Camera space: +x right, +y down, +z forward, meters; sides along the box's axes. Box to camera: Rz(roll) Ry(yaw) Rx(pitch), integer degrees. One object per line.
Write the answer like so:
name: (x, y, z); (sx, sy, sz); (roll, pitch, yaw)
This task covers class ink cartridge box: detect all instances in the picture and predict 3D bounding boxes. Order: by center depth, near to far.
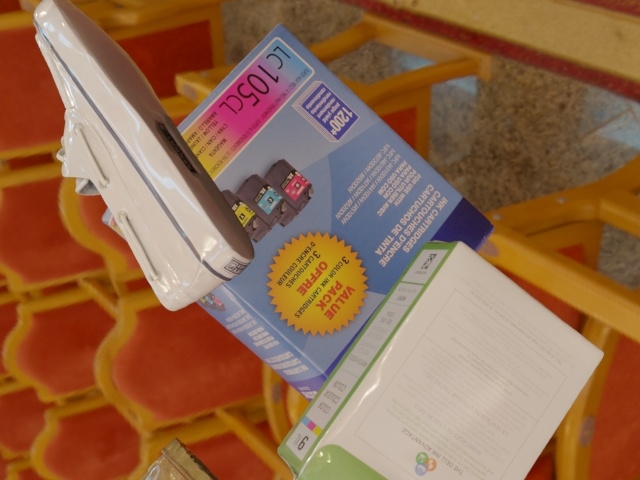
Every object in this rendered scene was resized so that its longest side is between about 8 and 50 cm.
ink cartridge box: (0.051, 0.114, 0.501); (0.109, 0.209, 0.062); (37, 171, -10)
ink cartridge box: (0.000, 0.000, 1.003); (0.395, 0.270, 0.151); (43, 161, -8)

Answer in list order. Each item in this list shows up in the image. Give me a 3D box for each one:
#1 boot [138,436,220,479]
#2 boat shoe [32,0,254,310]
boot: (-0.192, 0.402, 1.046); (0.236, 0.269, 0.089); (40, 169, 22)
boat shoe: (-0.152, -0.066, 0.661); (0.258, 0.084, 0.095); (56, -169, 14)
